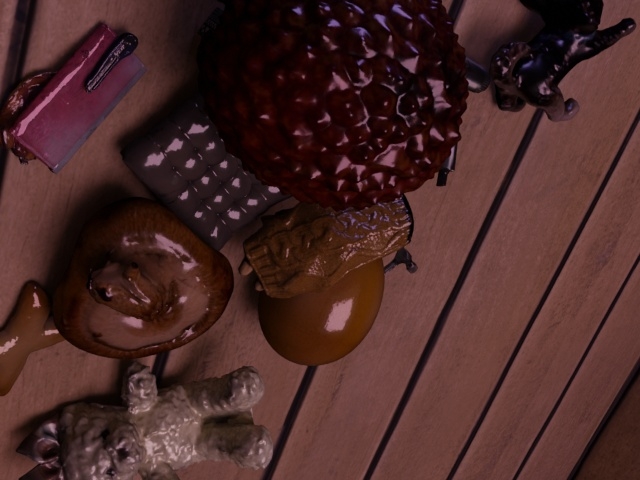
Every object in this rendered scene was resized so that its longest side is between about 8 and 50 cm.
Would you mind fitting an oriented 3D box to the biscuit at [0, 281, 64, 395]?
[{"bbox_3d":[-0.557,0.188,1.681,0.208,0.047,0.164,-41,141,-7],"label":"biscuit"}]

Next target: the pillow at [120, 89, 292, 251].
[{"bbox_3d":[-0.198,-0.130,1.688,0.228,0.101,0.326,-40,138,-5],"label":"pillow"}]

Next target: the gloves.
[{"bbox_3d":[0.004,-0.009,1.781,0.357,0.203,0.155,-24,153,3],"label":"gloves"}]

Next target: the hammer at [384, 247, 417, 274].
[{"bbox_3d":[0.112,0.100,2.180,0.246,0.103,0.029,-39,142,12],"label":"hammer"}]

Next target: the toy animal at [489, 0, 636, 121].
[{"bbox_3d":[0.506,-0.433,1.976,0.303,0.194,0.344,23,100,-54],"label":"toy animal"}]

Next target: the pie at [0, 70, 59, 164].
[{"bbox_3d":[-0.461,-0.198,1.447,0.092,0.034,0.169,6,115,-48],"label":"pie"}]

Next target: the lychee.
[{"bbox_3d":[0.003,-0.277,1.455,0.425,0.500,0.424,-42,172,-7],"label":"lychee"}]

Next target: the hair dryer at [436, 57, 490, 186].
[{"bbox_3d":[0.257,-0.279,1.855,0.320,0.156,0.284,20,64,-52],"label":"hair dryer"}]

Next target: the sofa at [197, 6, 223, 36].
[{"bbox_3d":[-0.152,-0.348,1.589,0.060,0.039,0.118,-50,141,7],"label":"sofa"}]

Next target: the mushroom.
[{"bbox_3d":[-0.323,0.096,1.634,0.346,0.259,0.345,-11,131,-12],"label":"mushroom"}]

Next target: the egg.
[{"bbox_3d":[0.006,0.114,1.953,0.250,0.250,0.322,23,97,-49],"label":"egg"}]

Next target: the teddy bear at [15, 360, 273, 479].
[{"bbox_3d":[-0.348,0.407,1.851,0.362,0.376,0.327,-5,85,-60],"label":"teddy bear"}]

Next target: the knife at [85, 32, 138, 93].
[{"bbox_3d":[-0.334,-0.282,1.451,0.121,0.018,0.031,-52,139,-7],"label":"knife"}]

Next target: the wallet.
[{"bbox_3d":[-0.387,-0.227,1.464,0.232,0.025,0.119,-52,143,-10],"label":"wallet"}]
